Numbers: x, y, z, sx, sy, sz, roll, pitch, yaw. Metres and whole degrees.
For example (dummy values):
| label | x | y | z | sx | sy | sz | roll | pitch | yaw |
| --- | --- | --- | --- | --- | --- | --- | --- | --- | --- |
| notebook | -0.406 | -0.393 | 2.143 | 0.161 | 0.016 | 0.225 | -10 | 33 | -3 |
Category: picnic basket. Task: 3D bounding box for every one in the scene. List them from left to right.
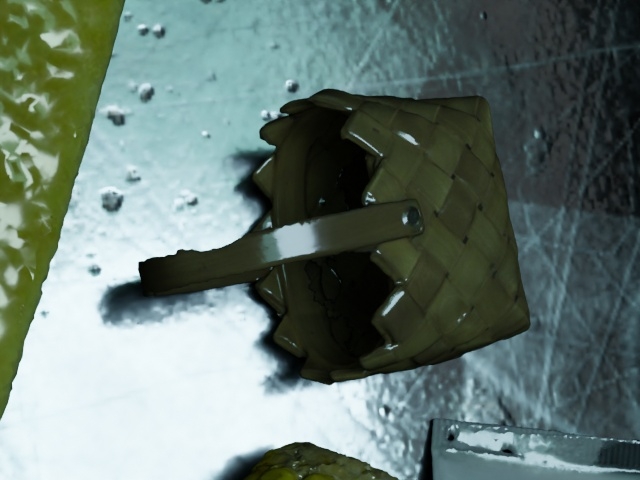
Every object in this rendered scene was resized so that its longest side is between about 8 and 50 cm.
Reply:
| label | x | y | z | sx | sy | sz | roll | pitch | yaw |
| --- | --- | --- | --- | --- | --- | --- | --- | --- | --- |
| picnic basket | 0.000 | 0.000 | 0.820 | 0.178 | 0.128 | 0.137 | -7 | 82 | -26 |

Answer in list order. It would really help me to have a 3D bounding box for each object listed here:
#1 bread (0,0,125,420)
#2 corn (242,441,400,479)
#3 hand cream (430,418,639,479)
| label | x | y | z | sx | sy | sz | roll | pitch | yaw |
| --- | --- | --- | --- | --- | --- | --- | --- | --- | --- |
| bread | -0.122 | -0.057 | 0.742 | 0.362 | 0.233 | 0.245 | -42 | 94 | -17 |
| corn | -0.056 | 0.239 | 0.779 | 0.119 | 0.119 | 0.322 | 27 | 72 | -10 |
| hand cream | 0.109 | 0.243 | 0.808 | 0.121 | 0.076 | 0.336 | 6 | 60 | -4 |
